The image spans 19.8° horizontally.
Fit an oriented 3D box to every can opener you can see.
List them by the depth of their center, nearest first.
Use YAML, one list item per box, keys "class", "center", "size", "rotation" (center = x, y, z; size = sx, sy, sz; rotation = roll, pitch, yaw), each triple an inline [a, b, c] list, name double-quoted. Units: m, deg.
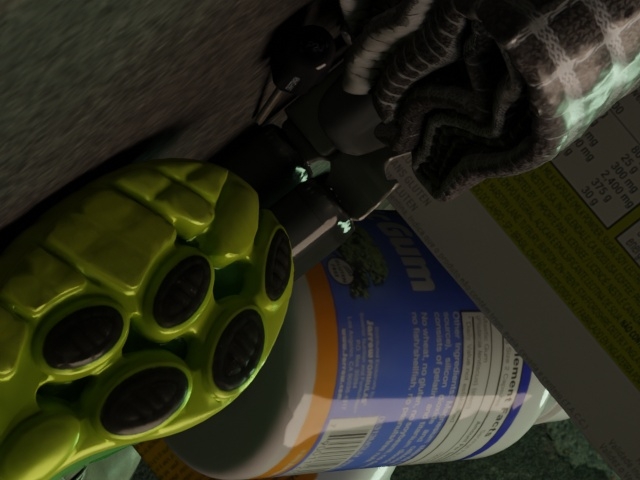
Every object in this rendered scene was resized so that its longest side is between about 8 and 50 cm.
- class: "can opener"
  center: [-0.025, -0.026, 0.896]
  size: [0.280, 0.074, 0.093]
  rotation: [-40, 153, 6]

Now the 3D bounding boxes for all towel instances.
- class: "towel"
  center: [0.124, -0.122, 0.699]
  size: [0.235, 0.121, 0.284]
  rotation: [-38, 177, -6]

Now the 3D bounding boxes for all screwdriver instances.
- class: "screwdriver"
  center: [-0.020, -0.066, 0.797]
  size: [0.025, 0.024, 0.170]
  rotation: [-8, 175, -15]

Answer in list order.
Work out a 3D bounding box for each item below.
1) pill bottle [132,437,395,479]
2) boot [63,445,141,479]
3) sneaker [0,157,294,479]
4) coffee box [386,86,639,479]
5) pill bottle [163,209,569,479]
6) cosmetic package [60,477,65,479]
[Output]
- class: "pill bottle"
  center: [-0.037, 0.127, 1.178]
  size: [0.136, 0.246, 0.136]
  rotation: [-39, 177, -3]
- class: "boot"
  center: [-0.221, 0.200, 1.641]
  size: [0.246, 0.083, 0.161]
  rotation: [-38, 171, -43]
- class: "sneaker"
  center: [-0.136, 0.065, 0.723]
  size: [0.295, 0.109, 0.123]
  rotation: [-40, -160, -23]
- class: "coffee box"
  center: [0.273, -0.079, 1.033]
  size: [0.334, 0.338, 0.337]
  rotation: [-42, 177, 28]
- class: "pill bottle"
  center: [0.043, 0.057, 1.079]
  size: [0.272, 0.152, 0.152]
  rotation: [0, 150, -40]
- class: "cosmetic package"
  center: [-0.305, 0.318, 1.259]
  size: [0.365, 0.197, 0.155]
  rotation: [-38, 177, -38]
